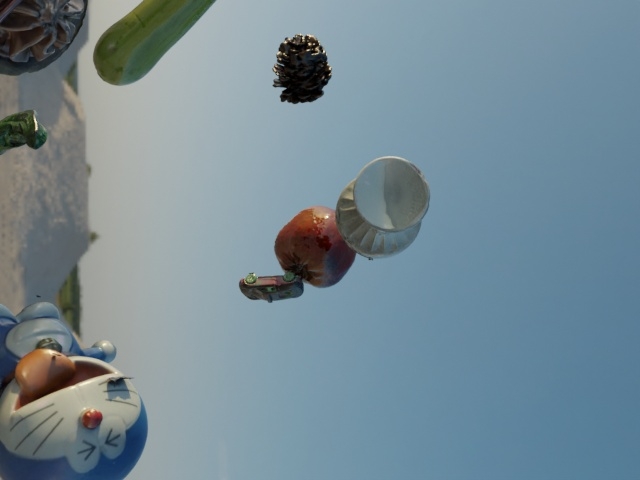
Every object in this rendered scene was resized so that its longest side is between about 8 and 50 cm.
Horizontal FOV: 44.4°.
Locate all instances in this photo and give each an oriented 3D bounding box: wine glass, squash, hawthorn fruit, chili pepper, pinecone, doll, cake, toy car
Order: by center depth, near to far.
[{"bbox_3d":[-0.294,0.166,0.871,0.257,0.215,0.161,46,-57,28],"label":"doll"},{"bbox_3d":[-0.024,-0.207,0.944,0.077,0.077,0.083,-117,-171,-57],"label":"pinecone"},{"bbox_3d":[-0.382,-0.291,0.980,0.207,0.185,0.178,-45,-123,7],"label":"cake"},{"bbox_3d":[-0.217,-0.311,1.091,0.250,0.083,0.083,-42,-151,6],"label":"squash"},{"bbox_3d":[-0.457,-0.155,1.157,0.182,0.073,0.050,-5,-63,35],"label":"chili pepper"},{"bbox_3d":[0.109,-0.058,1.368,0.196,0.165,0.164,98,-10,-82],"label":"wine glass"},{"bbox_3d":[-0.107,0.105,1.699,0.069,0.142,0.055,79,9,-56],"label":"toy car"},{"bbox_3d":[0.000,0.000,1.740,0.200,0.179,0.179,-59,180,-30],"label":"hawthorn fruit"}]

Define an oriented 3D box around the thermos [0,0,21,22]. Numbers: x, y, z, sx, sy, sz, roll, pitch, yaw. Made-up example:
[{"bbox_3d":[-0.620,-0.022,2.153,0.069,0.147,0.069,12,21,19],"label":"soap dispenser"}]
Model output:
[{"bbox_3d":[-0.373,-0.312,0.819,0.109,0.330,0.136,53,10,12],"label":"thermos"}]
